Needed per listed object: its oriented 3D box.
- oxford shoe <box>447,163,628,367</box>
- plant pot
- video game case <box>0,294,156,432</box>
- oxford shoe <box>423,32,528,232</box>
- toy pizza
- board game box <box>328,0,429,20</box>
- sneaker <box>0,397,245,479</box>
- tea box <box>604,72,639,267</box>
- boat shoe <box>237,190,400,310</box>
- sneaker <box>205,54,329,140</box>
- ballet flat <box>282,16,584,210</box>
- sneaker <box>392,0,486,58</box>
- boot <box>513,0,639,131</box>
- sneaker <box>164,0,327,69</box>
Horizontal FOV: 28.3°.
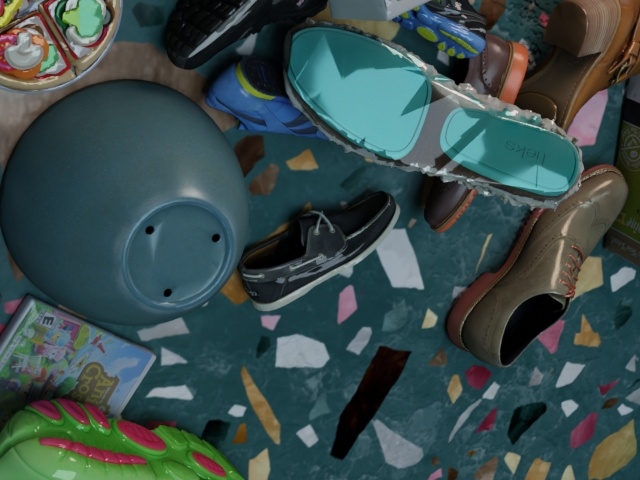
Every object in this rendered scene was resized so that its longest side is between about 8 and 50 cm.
[{"bbox_3d":[0.340,0.045,1.821,0.348,0.130,0.123,-51,126,-1],"label":"oxford shoe"},{"bbox_3d":[-0.197,-0.018,1.449,0.290,0.195,0.290,-12,117,-25],"label":"plant pot"},{"bbox_3d":[-0.334,0.193,1.569,0.193,0.023,0.212,30,94,-36],"label":"video game case"},{"bbox_3d":[0.179,-0.145,1.684,0.098,0.097,0.271,18,95,-17],"label":"oxford shoe"},{"bbox_3d":[-0.308,-0.255,1.381,0.201,0.032,0.201,-12,116,-25],"label":"toy pizza"},{"bbox_3d":[0.127,-0.405,1.467,0.303,0.097,0.224,-30,119,-37],"label":"board game box"},{"bbox_3d":[-0.236,0.347,1.607,0.483,0.185,0.202,32,107,-38],"label":"sneaker"},{"bbox_3d":[0.628,-0.114,1.861,0.329,0.220,0.323,-8,114,-27],"label":"tea box"},{"bbox_3d":[0.000,0.000,1.638,0.233,0.084,0.079,-32,124,-11],"label":"boat shoe"},{"bbox_3d":[-0.051,-0.162,1.560,0.082,0.069,0.209,-35,145,32],"label":"sneaker"},{"bbox_3d":[0.126,-0.139,1.566,0.409,0.147,0.147,25,98,-11],"label":"ballet flat"},{"bbox_3d":[0.134,-0.303,1.596,0.188,0.067,0.078,32,57,-22],"label":"sneaker"},{"bbox_3d":[0.358,-0.222,1.746,0.220,0.109,0.283,-18,133,-44],"label":"boot"},{"bbox_3d":[-0.050,-0.284,1.475,0.283,0.107,0.124,-46,131,-5],"label":"sneaker"}]
